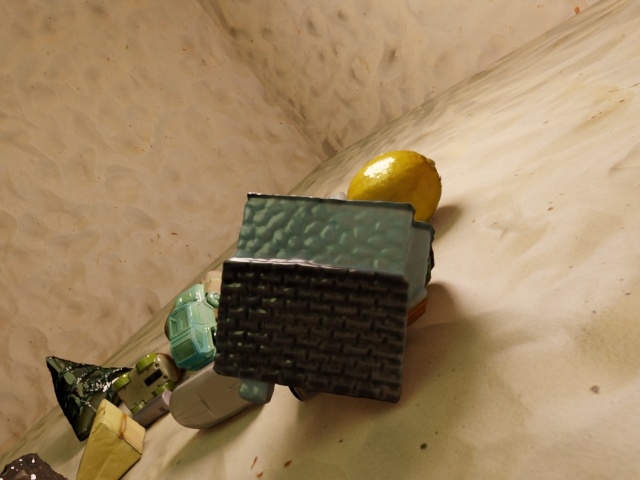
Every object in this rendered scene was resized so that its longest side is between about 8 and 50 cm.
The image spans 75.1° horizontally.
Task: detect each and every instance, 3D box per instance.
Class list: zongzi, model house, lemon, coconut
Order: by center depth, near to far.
[{"bbox_3d":[0.020,0.136,0.750,0.360,0.297,0.339,6,59,11],"label":"model house"},{"bbox_3d":[0.196,-0.119,1.128,0.236,0.236,0.263,-48,4,-32],"label":"lemon"},{"bbox_3d":[-0.975,0.681,1.775,0.384,0.362,0.319,14,41,24],"label":"zongzi"},{"bbox_3d":[-0.511,0.224,2.037,0.147,0.147,0.153,-41,18,-8],"label":"coconut"}]

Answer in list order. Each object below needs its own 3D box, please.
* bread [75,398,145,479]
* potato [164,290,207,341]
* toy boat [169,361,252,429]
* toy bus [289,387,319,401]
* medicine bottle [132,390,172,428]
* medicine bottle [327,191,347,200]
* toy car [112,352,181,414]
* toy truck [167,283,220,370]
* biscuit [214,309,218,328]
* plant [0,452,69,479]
[{"bbox_3d":[-0.636,0.602,1.137,0.264,0.163,0.168,-45,16,-19],"label":"bread"},{"bbox_3d":[-0.539,0.319,1.735,0.149,0.197,0.228,-7,18,29],"label":"potato"},{"bbox_3d":[-0.242,0.350,0.988,0.269,0.141,0.140,-33,15,31],"label":"toy boat"},{"bbox_3d":[-0.022,0.255,0.874,0.072,0.057,0.172,-27,16,10],"label":"toy bus"},{"bbox_3d":[-0.538,0.542,1.293,0.199,0.057,0.057,-38,14,10],"label":"medicine bottle"},{"bbox_3d":[0.062,-0.167,1.922,0.130,0.080,0.080,-29,18,36],"label":"medicine bottle"},{"bbox_3d":[-0.575,0.484,1.466,0.235,0.145,0.235,-37,-6,-4],"label":"toy car"},{"bbox_3d":[-0.421,0.291,1.418,0.155,0.156,0.278,-31,56,19],"label":"toy truck"},{"bbox_3d":[-0.367,0.289,1.585,0.291,0.062,0.237,-42,14,12],"label":"biscuit"},{"bbox_3d":[-0.413,0.493,0.629,0.194,0.320,0.181,-44,-3,13],"label":"plant"}]
